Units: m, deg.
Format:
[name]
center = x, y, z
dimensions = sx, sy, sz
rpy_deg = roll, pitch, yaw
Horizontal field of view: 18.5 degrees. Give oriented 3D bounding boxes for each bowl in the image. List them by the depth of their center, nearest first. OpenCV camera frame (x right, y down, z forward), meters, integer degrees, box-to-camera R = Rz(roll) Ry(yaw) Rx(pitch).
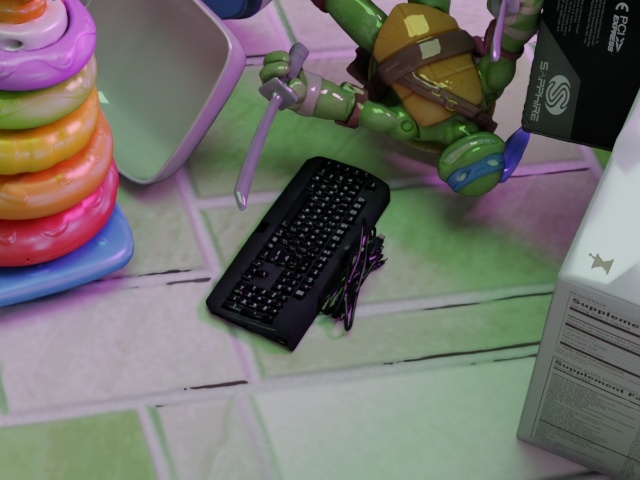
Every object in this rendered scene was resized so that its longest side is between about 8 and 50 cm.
[bowl]
center = -0.124, -0.125, 1.469
dimensions = 0.142, 0.142, 0.053
rpy_deg = 43, 19, 26

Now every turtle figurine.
[turtle figurine]
center = 0.051, -0.170, 1.432
dimensions = 0.275, 0.198, 0.266
rpy_deg = 2, 56, -46

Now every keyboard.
[keyboard]
center = 0.000, 0.000, 1.427
dimensions = 0.100, 0.038, 0.192
rpy_deg = 23, 46, 10

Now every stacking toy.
[stacking toy]
center = -0.208, -0.113, 1.305
dimensions = 0.166, 0.301, 0.175
rpy_deg = -18, 50, -27

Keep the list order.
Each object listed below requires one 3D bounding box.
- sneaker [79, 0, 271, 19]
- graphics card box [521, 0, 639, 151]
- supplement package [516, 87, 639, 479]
[sneaker]
center = -0.219, -0.200, 1.532
dimensions = 0.323, 0.130, 0.236
rpy_deg = 26, 54, 9
[graphics card box]
center = 0.336, -0.148, 1.337
dimensions = 0.371, 0.232, 0.094
rpy_deg = 14, 11, 26
[supplement package]
center = 0.261, 0.034, 1.252
dimensions = 0.198, 0.262, 0.199
rpy_deg = 22, 66, 10
